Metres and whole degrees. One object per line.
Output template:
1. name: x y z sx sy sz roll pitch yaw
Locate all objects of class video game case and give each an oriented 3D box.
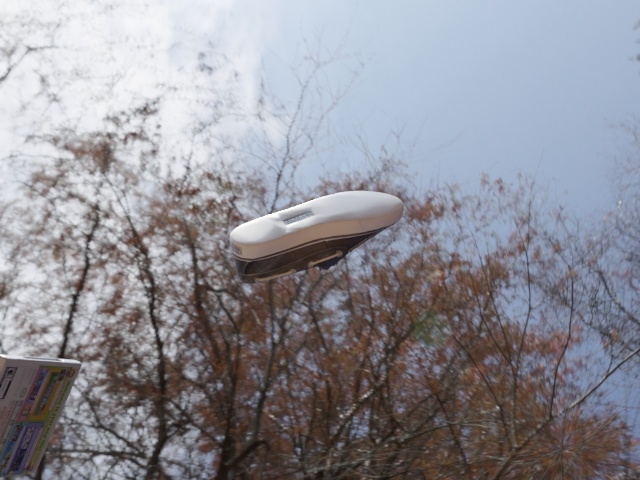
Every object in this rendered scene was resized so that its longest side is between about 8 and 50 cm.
1. video game case: -0.513 0.299 1.183 0.023 0.193 0.213 20 -95 22

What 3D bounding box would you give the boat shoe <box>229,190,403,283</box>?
1. boat shoe: 0.000 0.000 1.172 0.301 0.102 0.108 -18 -146 -18
